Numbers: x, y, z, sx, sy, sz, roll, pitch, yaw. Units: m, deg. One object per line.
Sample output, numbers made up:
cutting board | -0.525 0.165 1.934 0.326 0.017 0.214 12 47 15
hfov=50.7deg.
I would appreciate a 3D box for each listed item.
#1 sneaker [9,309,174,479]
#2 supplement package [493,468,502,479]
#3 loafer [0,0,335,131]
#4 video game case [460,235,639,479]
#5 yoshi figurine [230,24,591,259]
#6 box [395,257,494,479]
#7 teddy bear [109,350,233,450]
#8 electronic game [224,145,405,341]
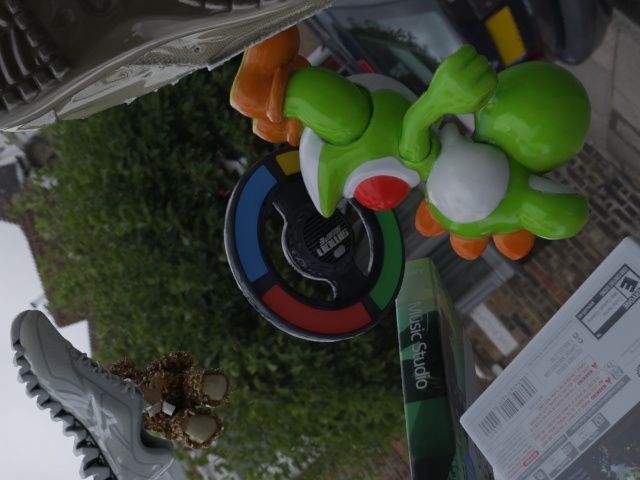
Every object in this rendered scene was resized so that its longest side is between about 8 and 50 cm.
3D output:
sneaker | -0.302 0.209 0.903 0.292 0.118 0.110 60 180 -9
supplement package | 0.298 0.465 1.044 0.199 0.198 0.263 24 160 -20
loafer | -0.080 -0.138 0.357 0.092 0.268 0.102 -69 -43 -82
video game case | 0.197 0.124 0.427 0.022 0.190 0.173 5 -142 -42
yoshi figurine | 0.109 -0.130 0.682 0.362 0.203 0.203 24 -134 9
box | 0.158 0.213 0.826 0.232 0.058 0.322 56 -156 -46
teddy bear | -0.337 0.350 1.447 0.113 0.338 0.245 46 -147 -57
electronic game | 0.000 0.000 0.766 0.229 0.229 0.048 47 147 -9
